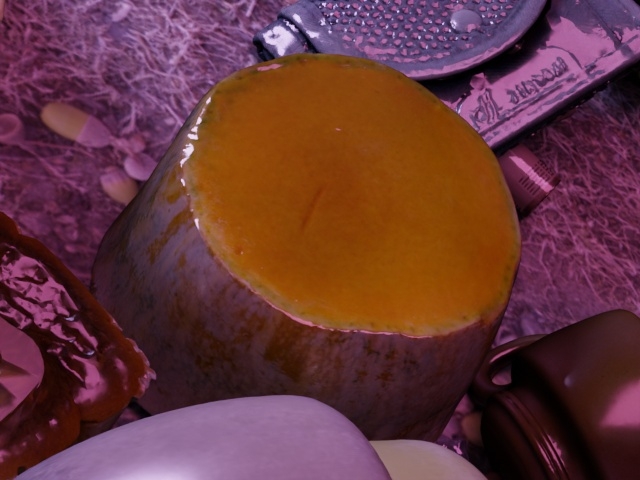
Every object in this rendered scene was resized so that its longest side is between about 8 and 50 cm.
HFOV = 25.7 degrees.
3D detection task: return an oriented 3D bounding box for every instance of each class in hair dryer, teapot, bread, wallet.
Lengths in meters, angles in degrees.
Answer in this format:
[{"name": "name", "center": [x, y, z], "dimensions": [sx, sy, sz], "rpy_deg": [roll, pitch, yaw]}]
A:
[{"name": "hair dryer", "center": [0.197, -0.146, 1.440], "dimensions": [0.195, 0.053, 0.220], "rpy_deg": [44, 46, 7]}, {"name": "teapot", "center": [0.200, 0.162, 1.140], "dimensions": [0.175, 0.185, 0.267], "rpy_deg": [-23, 33, -9]}, {"name": "bread", "center": [-0.246, 0.084, 0.973], "dimensions": [0.210, 0.110, 0.192], "rpy_deg": [45, 48, 8]}, {"name": "wallet", "center": [0.136, -0.197, 1.348], "dimensions": [0.342, 0.075, 0.237], "rpy_deg": [-32, 74, -17]}]

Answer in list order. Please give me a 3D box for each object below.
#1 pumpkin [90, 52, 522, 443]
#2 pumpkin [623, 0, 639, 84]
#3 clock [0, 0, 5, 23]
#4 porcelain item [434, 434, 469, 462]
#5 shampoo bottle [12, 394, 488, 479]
[{"name": "pumpkin", "center": [0.000, 0.000, 1.107], "dimensions": [0.332, 0.199, 0.332], "rpy_deg": [13, 45, -13]}, {"name": "pumpkin", "center": [0.369, -0.320, 1.541], "dimensions": [0.323, 0.241, 0.323], "rpy_deg": [15, 55, -23]}, {"name": "clock", "center": [-0.288, -0.245, 1.095], "dimensions": [0.120, 0.276, 0.379], "rpy_deg": [12, 55, -24]}, {"name": "porcelain item", "center": [0.081, 0.174, 1.149], "dimensions": [0.083, 0.028, 0.036], "rpy_deg": [5, 37, -25]}, {"name": "shampoo bottle", "center": [-0.049, 0.252, 0.815], "dimensions": [0.317, 0.322, 0.322], "rpy_deg": [2, 55, -19]}]
